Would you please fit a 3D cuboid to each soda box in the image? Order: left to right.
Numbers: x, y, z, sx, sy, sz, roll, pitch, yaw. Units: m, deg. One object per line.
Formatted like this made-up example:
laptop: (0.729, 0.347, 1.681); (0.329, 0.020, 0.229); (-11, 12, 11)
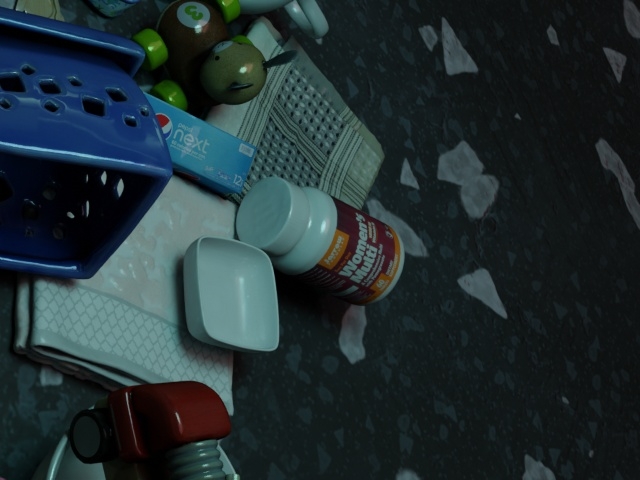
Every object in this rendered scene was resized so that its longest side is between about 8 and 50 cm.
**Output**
soda box: (-0.190, -0.128, 2.062); (0.210, 0.071, 0.067); (26, 78, -31)

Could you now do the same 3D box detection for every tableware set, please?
tableware set: (-0.378, -0.279, 1.993); (0.169, 0.020, 0.141); (22, 56, -42)

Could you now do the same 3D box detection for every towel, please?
towel: (-0.223, 0.040, 1.991); (0.332, 0.053, 0.316); (27, 52, -40)
towel: (-0.035, -0.129, 2.295); (0.312, 0.056, 0.324); (46, 42, -24)

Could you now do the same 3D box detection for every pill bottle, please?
pill bottle: (0.000, 0.000, 2.155); (0.221, 0.121, 0.121); (26, 53, -43)

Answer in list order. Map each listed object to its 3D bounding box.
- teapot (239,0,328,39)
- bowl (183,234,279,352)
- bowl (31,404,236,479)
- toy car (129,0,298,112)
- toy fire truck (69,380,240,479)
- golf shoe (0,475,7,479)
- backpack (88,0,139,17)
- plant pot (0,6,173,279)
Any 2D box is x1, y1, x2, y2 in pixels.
teapot: (-0.101, -0.422, 2.262); (0.253, 0.187, 0.256); (6, 88, -5)
bowl: (-0.117, 0.071, 2.019); (0.142, 0.053, 0.142); (16, 62, -46)
bowl: (-0.223, 0.327, 1.778); (0.298, 0.134, 0.297); (25, 54, -41)
toy car: (-0.122, -0.232, 2.087); (0.155, 0.188, 0.149); (-36, 122, -26)
toy fire truck: (-0.130, 0.238, 1.623); (0.158, 0.246, 0.217); (1, 71, -50)
golf shoe: (-0.411, 0.253, 1.661); (0.186, 0.067, 0.086); (-7, 51, -51)
backpack: (-0.264, -0.358, 2.116); (0.105, 0.084, 0.114); (40, 48, -27)
plant pot: (-0.319, -0.114, 1.784); (0.236, 0.236, 0.212); (10, 55, -29)
